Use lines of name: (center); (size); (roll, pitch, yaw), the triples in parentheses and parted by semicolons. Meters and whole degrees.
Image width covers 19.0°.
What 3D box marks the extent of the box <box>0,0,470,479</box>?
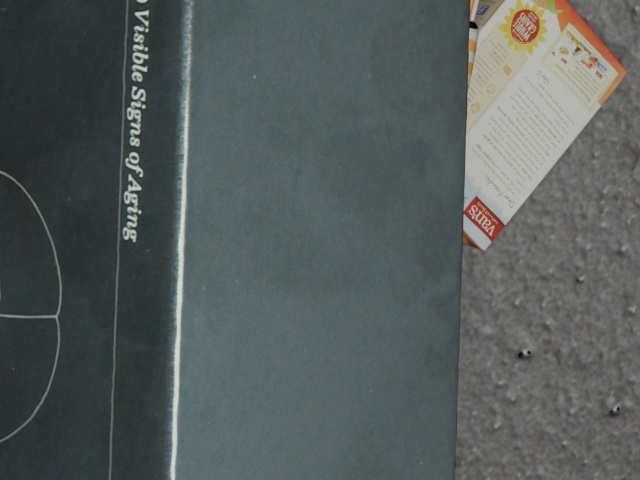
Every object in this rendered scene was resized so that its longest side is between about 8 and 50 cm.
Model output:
box: (-0.167, -0.035, 1.348); (0.297, 0.472, 0.479); (4, 88, -49)

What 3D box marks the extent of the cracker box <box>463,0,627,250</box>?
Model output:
cracker box: (0.164, -0.129, 1.823); (0.156, 0.067, 0.232); (45, 78, -27)

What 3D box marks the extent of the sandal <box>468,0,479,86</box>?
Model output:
sandal: (0.096, -0.204, 1.728); (0.102, 0.076, 0.265); (12, 79, 3)
